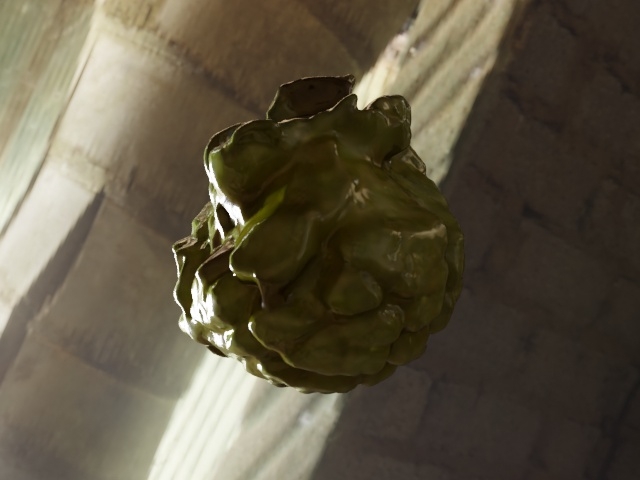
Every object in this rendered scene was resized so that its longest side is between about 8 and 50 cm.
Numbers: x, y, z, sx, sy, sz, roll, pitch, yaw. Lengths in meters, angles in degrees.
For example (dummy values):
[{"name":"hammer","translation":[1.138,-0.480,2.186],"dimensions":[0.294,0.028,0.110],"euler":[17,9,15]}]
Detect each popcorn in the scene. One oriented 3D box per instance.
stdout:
[{"name":"popcorn","translation":[0.000,0.000,0.852],"dimensions":[0.224,0.270,0.258],"euler":[6,144,-14]}]
